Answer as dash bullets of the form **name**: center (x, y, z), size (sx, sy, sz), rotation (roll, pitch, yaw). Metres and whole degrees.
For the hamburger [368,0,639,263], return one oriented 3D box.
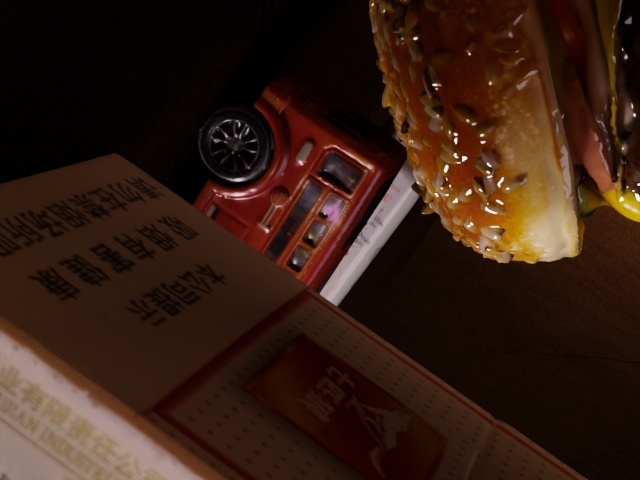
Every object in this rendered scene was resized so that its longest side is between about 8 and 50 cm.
- **hamburger**: center (0.141, -0.123, 0.712), size (0.225, 0.291, 0.291), rotation (-15, 177, 7)

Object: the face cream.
- **face cream**: center (0.040, -0.021, 1.381), size (0.269, 0.082, 0.082), rotation (-54, 173, -9)

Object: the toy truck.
- **toy truck**: center (-0.054, 0.020, 0.797), size (0.252, 0.114, 0.107), rotation (-58, 174, 17)

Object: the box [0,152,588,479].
- **box**: center (-0.019, 0.099, 0.518), size (0.095, 0.330, 0.210), rotation (-56, 173, 18)
